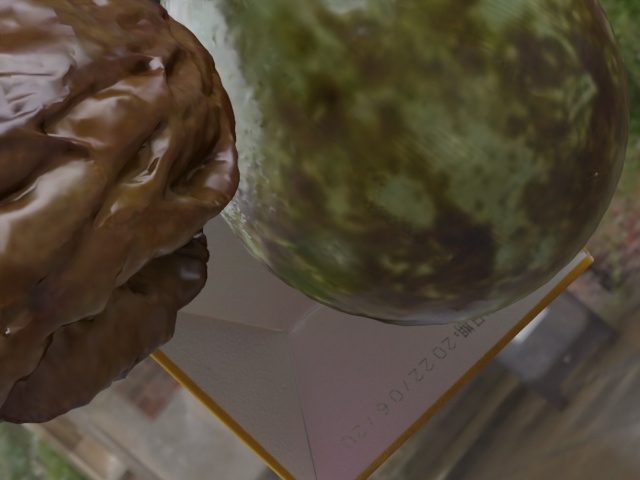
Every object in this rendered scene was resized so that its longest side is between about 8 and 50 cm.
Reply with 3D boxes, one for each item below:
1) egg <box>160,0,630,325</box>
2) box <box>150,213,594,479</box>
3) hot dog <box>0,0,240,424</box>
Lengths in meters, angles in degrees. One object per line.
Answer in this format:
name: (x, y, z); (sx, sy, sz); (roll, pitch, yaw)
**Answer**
egg: (0.036, -0.083, 0.841); (0.238, 0.289, 0.238); (-34, 37, 30)
box: (0.000, 0.000, 1.179); (0.283, 0.259, 0.214); (-44, 17, 1)
hot dog: (-0.190, -0.054, 0.571); (0.267, 0.387, 0.174); (-34, -37, -15)
